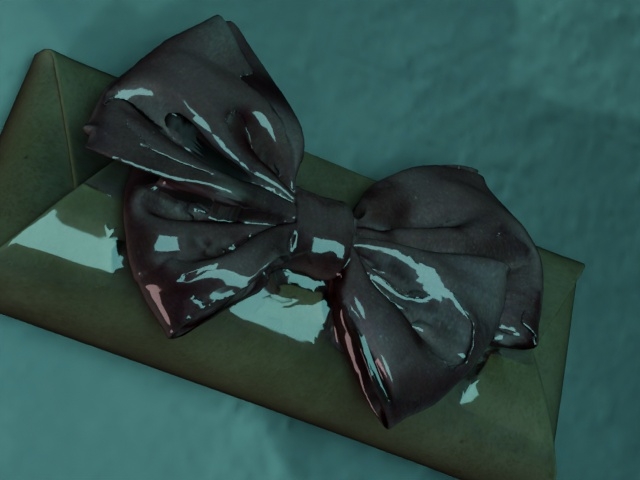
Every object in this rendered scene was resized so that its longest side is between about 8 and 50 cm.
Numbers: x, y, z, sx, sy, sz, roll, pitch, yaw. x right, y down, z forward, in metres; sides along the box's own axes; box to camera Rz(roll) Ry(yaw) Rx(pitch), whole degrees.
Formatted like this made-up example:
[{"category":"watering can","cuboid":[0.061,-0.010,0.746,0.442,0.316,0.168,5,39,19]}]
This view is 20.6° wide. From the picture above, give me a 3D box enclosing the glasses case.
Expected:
[{"category":"glasses case","cuboid":[0.000,0.000,0.509,0.193,0.070,0.103,22,82,-15]}]
